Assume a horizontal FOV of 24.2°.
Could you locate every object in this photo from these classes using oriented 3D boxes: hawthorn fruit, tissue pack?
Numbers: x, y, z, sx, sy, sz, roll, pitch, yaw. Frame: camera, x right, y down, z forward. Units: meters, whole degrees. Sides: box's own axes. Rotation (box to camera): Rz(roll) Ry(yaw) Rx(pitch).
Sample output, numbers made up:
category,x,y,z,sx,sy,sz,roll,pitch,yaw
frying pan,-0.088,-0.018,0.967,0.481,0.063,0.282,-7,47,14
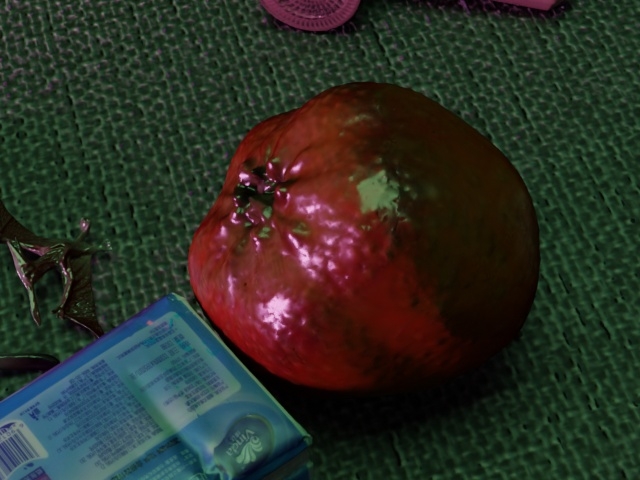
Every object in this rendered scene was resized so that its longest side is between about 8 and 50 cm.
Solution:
category,x,y,z,sx,sy,sz,roll,pitch,yaw
hawthorn fruit,0.062,0.022,1.297,0.330,0.287,0.287,26,48,-33
tissue pack,-0.166,0.202,1.229,0.263,0.146,0.198,-33,57,-22

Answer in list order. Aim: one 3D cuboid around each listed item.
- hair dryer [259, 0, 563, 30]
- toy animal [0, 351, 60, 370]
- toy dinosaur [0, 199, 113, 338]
category,x,y,z,sx,sy,sz,roll,pitch,yaw
hair dryer,0.116,-0.325,1.677,0.352,0.125,0.210,12,51,1
toy animal,-0.402,0.027,1.425,0.195,0.090,0.324,-20,53,-23
toy dinosaur,-0.255,0.021,1.442,0.108,0.032,0.220,-24,62,-39
